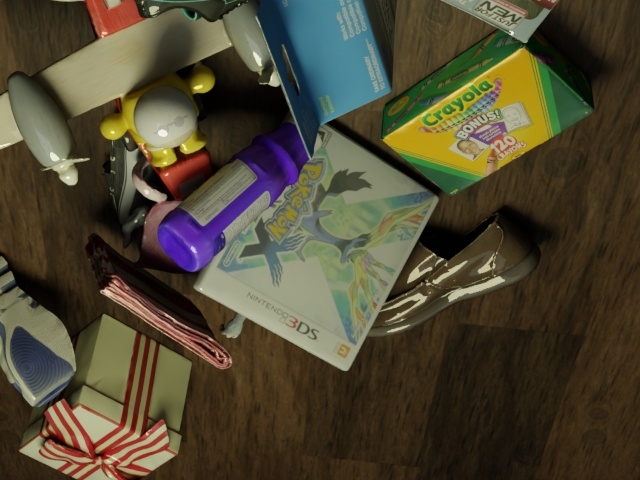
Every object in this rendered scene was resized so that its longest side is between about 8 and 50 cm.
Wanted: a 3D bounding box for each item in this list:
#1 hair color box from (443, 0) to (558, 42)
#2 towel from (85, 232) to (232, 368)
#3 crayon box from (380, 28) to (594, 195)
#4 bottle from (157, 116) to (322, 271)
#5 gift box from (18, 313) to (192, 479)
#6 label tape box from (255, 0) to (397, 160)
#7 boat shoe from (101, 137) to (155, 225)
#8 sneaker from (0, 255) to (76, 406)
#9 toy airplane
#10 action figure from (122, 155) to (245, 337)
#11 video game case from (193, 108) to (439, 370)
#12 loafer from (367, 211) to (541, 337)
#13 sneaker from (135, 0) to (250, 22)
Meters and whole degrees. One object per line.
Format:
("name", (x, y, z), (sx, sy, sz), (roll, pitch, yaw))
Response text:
("hair color box", (0.183, -0.414, 1.433), (0.185, 0.374, 0.113), (22, 135, -16))
("towel", (-0.269, 0.091, 2.028), (0.237, 0.329, 0.037), (36, 91, -20))
("crayon box", (0.248, -0.198, 1.877), (0.165, 0.081, 0.278), (36, 130, -29))
("bottle", (-0.115, -0.076, 1.846), (0.092, 0.283, 0.118), (45, 158, 2))
("gift box", (-0.407, 0.318, 2.388), (0.255, 0.258, 0.276), (28, 134, -22))
("label tape box", (0.019, -0.305, 1.602), (0.106, 0.333, 0.240), (-8, 136, 15))
("boat shoe", (-0.323, -0.115, 2.049), (0.076, 0.080, 0.228), (28, 143, 11))
("sneaker", (-0.572, 0.168, 2.293), (0.315, 0.127, 0.182), (52, 150, 12))
("toy airplane", (-0.246, -0.239, 1.745), (0.384, 0.272, 0.386), (15, 116, -33))
("action figure", (-0.125, -0.008, 2.063), (0.370, 0.248, 0.275), (9, 122, 2))
("video game case", (0.000, 0.000, 1.987), (0.300, 0.329, 0.036), (31, 173, -24))
("loafer", (0.190, 0.048, 2.139), (0.366, 0.134, 0.130), (-25, 106, 17))
("sneaker", (-0.137, -0.348, 1.661), (0.267, 0.101, 0.106), (-7, 110, -35))
